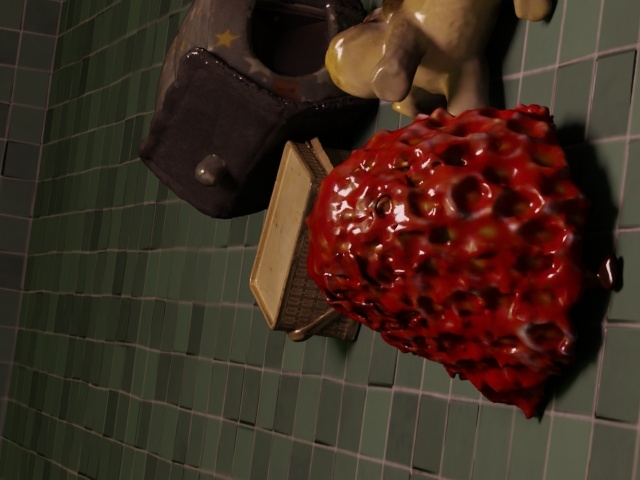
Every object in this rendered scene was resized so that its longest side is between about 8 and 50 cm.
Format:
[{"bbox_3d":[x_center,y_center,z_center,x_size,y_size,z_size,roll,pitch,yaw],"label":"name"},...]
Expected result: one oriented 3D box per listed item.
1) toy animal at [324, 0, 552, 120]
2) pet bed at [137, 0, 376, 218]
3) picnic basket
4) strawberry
[{"bbox_3d":[0.089,-0.171,1.548,0.169,0.121,0.233,-85,18,-47],"label":"toy animal"},{"bbox_3d":[-0.061,-0.127,1.855,0.211,0.183,0.159,128,150,-55],"label":"pet bed"},{"bbox_3d":[0.000,0.000,1.781,0.115,0.079,0.164,-117,40,-62],"label":"picnic basket"},{"bbox_3d":[0.082,0.012,1.390,0.234,0.178,0.234,-178,90,-75],"label":"strawberry"}]
